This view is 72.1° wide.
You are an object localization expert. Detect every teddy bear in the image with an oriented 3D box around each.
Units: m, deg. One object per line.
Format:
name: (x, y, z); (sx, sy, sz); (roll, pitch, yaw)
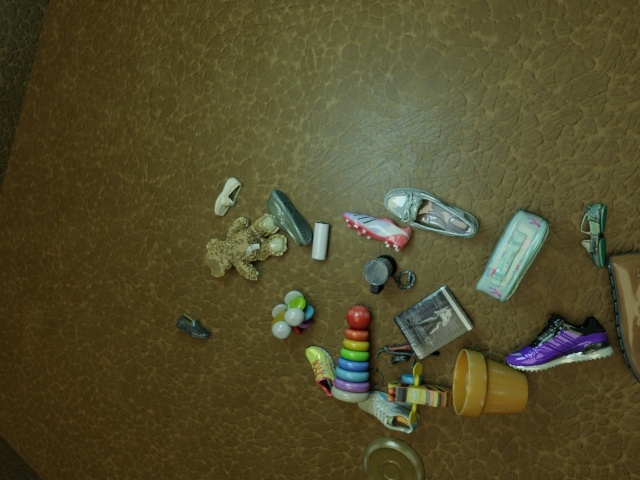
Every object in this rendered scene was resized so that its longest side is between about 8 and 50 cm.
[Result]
teddy bear: (-0.288, 0.026, 1.735); (0.338, 0.113, 0.245); (-41, 87, 14)

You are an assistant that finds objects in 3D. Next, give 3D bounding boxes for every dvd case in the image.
dvd case: (0.379, 0.279, 1.489); (0.221, 0.018, 0.164); (-38, 68, 18)

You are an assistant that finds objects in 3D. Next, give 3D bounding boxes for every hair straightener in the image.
hair straightener: (0.304, 0.409, 1.543); (0.230, 0.047, 0.089); (-12, 92, 18)

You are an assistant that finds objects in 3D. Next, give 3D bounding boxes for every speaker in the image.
speaker: (0.000, 0.000, 1.624); (0.055, 0.055, 0.136); (9, 99, 22)

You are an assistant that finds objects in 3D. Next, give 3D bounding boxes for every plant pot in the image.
plant pot: (0.535, 0.461, 1.385); (0.188, 0.205, 0.205); (9, 100, 6)
plant pot: (0.264, 0.844, 1.621); (0.236, 0.032, 0.236); (3, 97, 22)

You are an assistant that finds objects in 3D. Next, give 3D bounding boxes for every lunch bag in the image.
lunch bag: (0.567, 0.048, 1.297); (0.108, 0.224, 0.279); (27, 105, 18)

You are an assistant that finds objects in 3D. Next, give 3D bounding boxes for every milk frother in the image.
milk frother: (0.237, 0.116, 1.493); (0.143, 0.135, 0.129); (-7, 94, 23)

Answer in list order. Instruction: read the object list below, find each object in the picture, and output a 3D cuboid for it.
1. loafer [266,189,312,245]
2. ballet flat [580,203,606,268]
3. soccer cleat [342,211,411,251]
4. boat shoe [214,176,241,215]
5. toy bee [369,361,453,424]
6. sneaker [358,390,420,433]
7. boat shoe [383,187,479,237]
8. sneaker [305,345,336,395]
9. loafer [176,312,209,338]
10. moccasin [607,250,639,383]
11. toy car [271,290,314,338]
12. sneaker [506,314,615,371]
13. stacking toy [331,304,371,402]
loafer: (-0.122, -0.074, 1.656); (0.087, 0.094, 0.251); (-42, 70, 27)
ballet flat: (0.799, -0.014, 1.288); (0.070, 0.070, 0.188); (1, 95, 23)
soccer cleat: (0.195, -0.050, 1.533); (0.248, 0.083, 0.095); (28, 76, 23)
boat shoe: (-0.367, -0.167, 1.756); (0.059, 0.063, 0.170); (34, 107, 22)
toy bee: (0.291, 0.527, 1.495); (0.298, 0.162, 0.195); (-18, 80, 20)
sneaker: (0.236, 0.611, 1.574); (0.228, 0.092, 0.087); (13, 103, 22)
boat shoe: (0.354, -0.089, 1.437); (0.320, 0.103, 0.118); (26, 105, 18)
sneaker: (0.008, 0.492, 1.655); (0.081, 0.094, 0.208); (-42, 78, 23)
loafer: (-0.548, 0.371, 1.898); (0.170, 0.062, 0.061); (20, 99, 18)
moccasin: (0.909, 0.218, 1.229); (0.147, 0.139, 0.380); (-8, 84, 32)
toy car: (-0.098, 0.294, 1.666); (0.136, 0.159, 0.182); (34, 111, -21)
sneaker: (0.707, 0.301, 1.342); (0.293, 0.102, 0.146); (-19, 84, 19)
stacking toy: (0.123, 0.398, 1.580); (0.141, 0.141, 0.330); (5, 87, 22)
